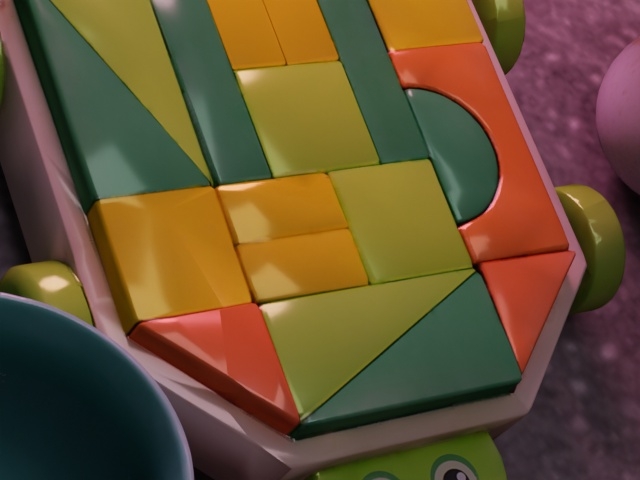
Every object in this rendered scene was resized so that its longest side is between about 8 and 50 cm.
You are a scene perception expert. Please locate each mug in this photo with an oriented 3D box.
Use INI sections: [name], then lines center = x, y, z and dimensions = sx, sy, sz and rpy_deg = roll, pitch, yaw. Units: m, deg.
[mug]
center = -0.128, 0.092, 0.581
dimensions = 0.158, 0.097, 0.129
rpy_deg = 13, 47, -14

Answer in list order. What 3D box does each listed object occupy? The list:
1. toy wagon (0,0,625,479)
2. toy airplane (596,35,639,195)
[toy wagon]
center = 0.000, 0.000, 0.725
dimensions = 0.267, 0.068, 0.344
rpy_deg = -9, 67, -30
[toy airplane]
center = 0.235, -0.090, 0.769
dimensions = 0.384, 0.272, 0.386
rpy_deg = 35, 35, -42
